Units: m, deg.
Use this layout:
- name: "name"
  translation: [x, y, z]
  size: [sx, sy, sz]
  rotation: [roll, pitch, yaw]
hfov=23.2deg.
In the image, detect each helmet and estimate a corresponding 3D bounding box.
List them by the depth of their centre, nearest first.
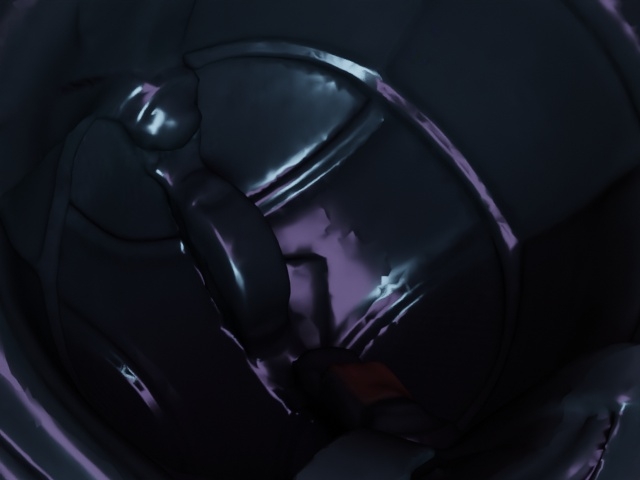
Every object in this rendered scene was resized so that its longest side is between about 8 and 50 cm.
- name: "helmet"
  translation: [0.000, 0.000, 0.489]
  size: [0.279, 0.160, 0.230]
  rotation: [-39, 83, -28]
